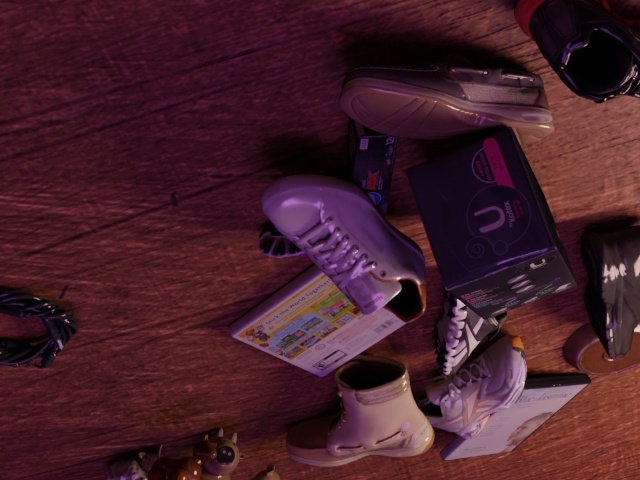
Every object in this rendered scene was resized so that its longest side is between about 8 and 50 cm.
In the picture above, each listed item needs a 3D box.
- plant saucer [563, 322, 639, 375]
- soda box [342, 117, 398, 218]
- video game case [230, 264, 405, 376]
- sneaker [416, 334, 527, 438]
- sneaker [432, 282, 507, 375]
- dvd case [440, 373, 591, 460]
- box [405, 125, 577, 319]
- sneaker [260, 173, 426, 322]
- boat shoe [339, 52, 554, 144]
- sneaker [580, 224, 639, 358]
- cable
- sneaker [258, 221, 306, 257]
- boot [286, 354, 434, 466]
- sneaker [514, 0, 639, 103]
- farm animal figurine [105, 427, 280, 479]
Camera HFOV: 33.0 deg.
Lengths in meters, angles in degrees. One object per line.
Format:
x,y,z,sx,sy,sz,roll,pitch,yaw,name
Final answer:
0.502,0.183,1.850,0.168,0.029,0.168,-6,139,-5,plant saucer
0.061,-0.094,1.392,0.053,0.060,0.169,-4,139,-9,soda box
0.011,0.119,1.663,0.227,0.026,0.206,-36,135,28,video game case
0.249,0.247,1.819,0.121,0.099,0.262,11,135,-18,sneaker
0.237,0.136,1.693,0.106,0.078,0.234,-3,138,-6,sneaker
0.350,0.320,1.951,0.180,0.022,0.253,1,140,-35,dvd case
0.224,-0.012,1.381,0.143,0.165,0.270,-22,163,13,box
0.044,0.016,1.378,0.106,0.123,0.290,-35,133,30,sneaker
0.151,-0.176,1.292,0.285,0.092,0.103,5,160,-23,boat shoe
0.479,0.083,1.668,0.130,0.109,0.286,-17,142,1,sneaker
-0.444,0.127,1.551,0.184,0.047,0.150,28,127,-36,cable
0.000,0.000,1.489,0.169,0.068,0.071,-10,146,-2,sneaker
0.043,0.286,1.818,0.261,0.095,0.203,-6,134,18,boot
0.348,-0.209,1.265,0.276,0.135,0.097,19,130,-33,sneaker
-0.169,0.431,1.884,0.330,0.172,0.326,33,144,-24,farm animal figurine
